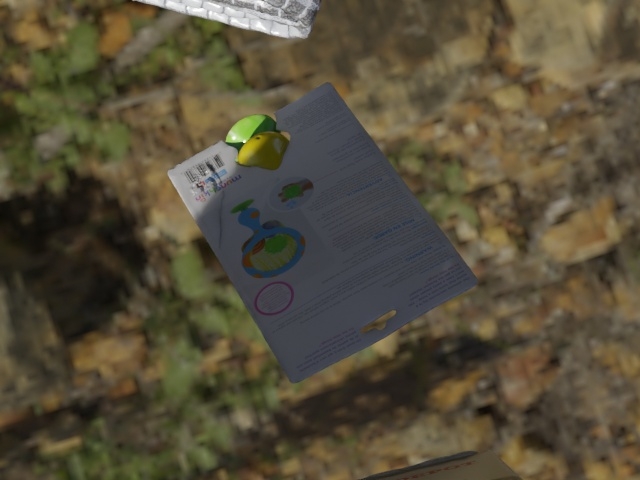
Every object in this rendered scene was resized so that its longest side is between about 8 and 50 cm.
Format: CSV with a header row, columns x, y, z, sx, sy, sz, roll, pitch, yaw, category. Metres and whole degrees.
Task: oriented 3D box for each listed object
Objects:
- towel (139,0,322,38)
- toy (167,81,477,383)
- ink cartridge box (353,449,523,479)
x,y,z,sx,sy,sz,roll,pitch,yaw,category
-0.108,-0.294,1.312,0.283,0.235,0.121,16,175,-2,towel
0.000,0.000,1.247,0.137,0.237,0.056,-29,139,-5,toy
0.062,0.206,1.119,0.158,0.092,0.218,-13,-172,-5,ink cartridge box
